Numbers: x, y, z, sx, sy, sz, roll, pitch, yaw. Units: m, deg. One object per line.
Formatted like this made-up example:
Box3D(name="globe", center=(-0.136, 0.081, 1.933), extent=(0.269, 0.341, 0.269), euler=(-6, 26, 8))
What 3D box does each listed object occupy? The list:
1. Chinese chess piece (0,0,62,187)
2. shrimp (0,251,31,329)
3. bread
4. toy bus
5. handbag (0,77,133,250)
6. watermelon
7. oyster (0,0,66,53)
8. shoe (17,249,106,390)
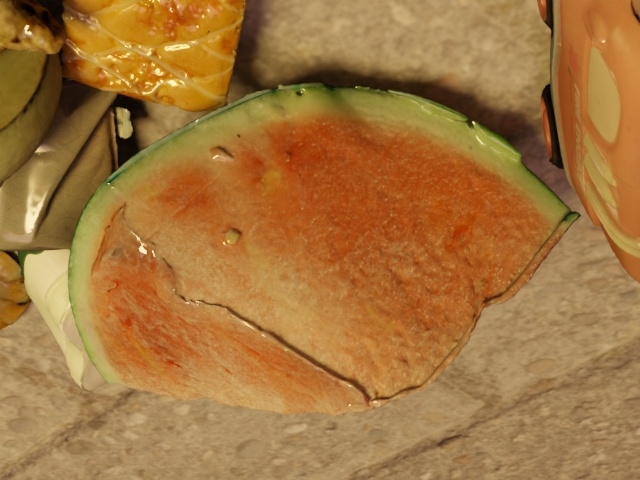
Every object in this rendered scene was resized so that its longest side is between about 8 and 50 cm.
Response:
Box3D(name="Chinese chess piece", center=(-0.270, -0.115, 0.625), extent=(0.188, 0.189, 0.083), euler=(10, 158, -12))
Box3D(name="shrimp", center=(-0.391, 0.040, 0.893), extent=(0.217, 0.051, 0.150), euler=(-3, 134, -9))
Box3D(name="bread", center=(-0.112, -0.182, 0.642), extent=(0.125, 0.068, 0.188), euler=(8, 136, -11))
Box3D(name="toy bus", center=(0.256, -0.093, 0.634), extent=(0.194, 0.232, 0.288), euler=(-6, 138, 9))
Box3D(name="handbag", center=(-0.275, -0.065, 0.723), extent=(0.270, 0.117, 0.183), euler=(-2, 119, -13))
Box3D(name="watermelon", center=(-0.025, -0.022, 0.718), extent=(0.319, 0.292, 0.222), euler=(7, 136, 43))
Box3D(name="oyster", center=(-0.322, -0.171, 0.505), extent=(0.361, 0.221, 0.096), euler=(29, 147, -17))
Box3D(name="shoe", center=(-0.225, 0.058, 0.896), extent=(0.095, 0.110, 0.265), euler=(-34, 165, -20))
